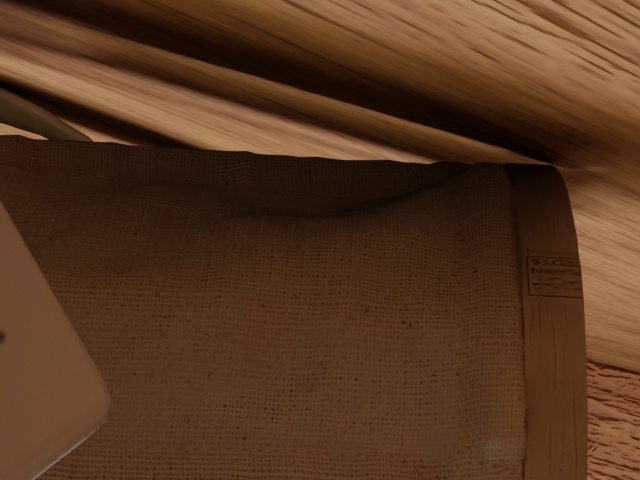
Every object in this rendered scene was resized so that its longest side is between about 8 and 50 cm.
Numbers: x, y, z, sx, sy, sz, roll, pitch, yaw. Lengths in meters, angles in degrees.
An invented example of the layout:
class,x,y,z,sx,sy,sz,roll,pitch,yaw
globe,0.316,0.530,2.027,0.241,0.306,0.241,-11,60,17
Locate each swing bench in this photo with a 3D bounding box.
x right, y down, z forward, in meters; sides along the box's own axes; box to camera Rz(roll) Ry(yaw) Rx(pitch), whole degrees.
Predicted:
class,x,y,z,sx,sy,sz,roll,pitch,yaw
swing bench,-0.053,0.051,0.680,0.253,0.165,0.254,5,159,-3

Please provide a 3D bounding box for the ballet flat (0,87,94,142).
class,x,y,z,sx,sy,sz,roll,pitch,yaw
ballet flat,-0.251,-0.006,0.896,0.483,0.182,0.164,0,-166,-42

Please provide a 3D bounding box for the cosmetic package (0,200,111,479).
class,x,y,z,sx,sy,sz,roll,pitch,yaw
cosmetic package,-0.293,0.082,0.422,0.453,0.161,0.230,-25,-173,35
